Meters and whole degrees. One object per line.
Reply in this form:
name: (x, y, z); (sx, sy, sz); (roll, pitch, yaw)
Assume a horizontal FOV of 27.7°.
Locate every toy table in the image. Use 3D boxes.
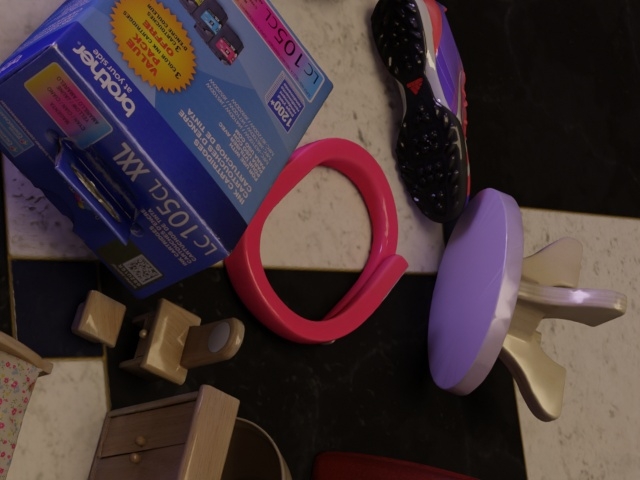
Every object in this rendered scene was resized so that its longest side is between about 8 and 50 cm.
toy table: (0.253, 0.085, 1.661); (0.161, 0.252, 0.274); (22, 75, -19)

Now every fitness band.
fitness band: (0.000, 0.000, 1.572); (0.209, 0.054, 0.291); (54, 47, -13)

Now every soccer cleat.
soccer cleat: (0.158, -0.180, 1.734); (0.116, 0.109, 0.318); (-4, 78, -47)

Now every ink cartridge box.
ink cartridge box: (-0.172, -0.132, 1.332); (0.270, 0.151, 0.395); (50, 40, -19)

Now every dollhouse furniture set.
dollhouse furniture set: (-0.266, 0.130, 1.199); (0.356, 0.174, 0.303); (32, 57, -32)

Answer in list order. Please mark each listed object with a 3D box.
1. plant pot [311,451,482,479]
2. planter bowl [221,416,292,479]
plant pot: (0.151, 0.388, 1.464); (0.267, 0.236, 0.267); (27, 60, -35)
planter bowl: (-0.093, 0.276, 1.342); (0.109, 0.162, 0.162); (55, 42, -52)
